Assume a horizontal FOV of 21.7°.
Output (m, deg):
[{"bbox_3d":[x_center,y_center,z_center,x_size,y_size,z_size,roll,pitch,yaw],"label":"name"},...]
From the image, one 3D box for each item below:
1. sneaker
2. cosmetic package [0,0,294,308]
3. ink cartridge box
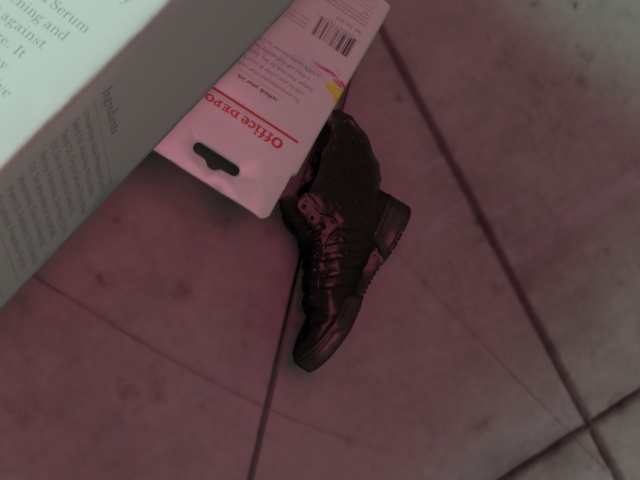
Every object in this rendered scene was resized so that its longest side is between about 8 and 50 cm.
[{"bbox_3d":[0.001,0.000,1.152,0.089,0.051,0.170,35,69,-11],"label":"sneaker"},{"bbox_3d":[-0.192,-0.147,1.011,0.230,0.161,0.453,38,72,13],"label":"cosmetic package"},{"bbox_3d":[-0.043,-0.110,1.142,0.104,0.061,0.181,33,73,-11],"label":"ink cartridge box"}]
